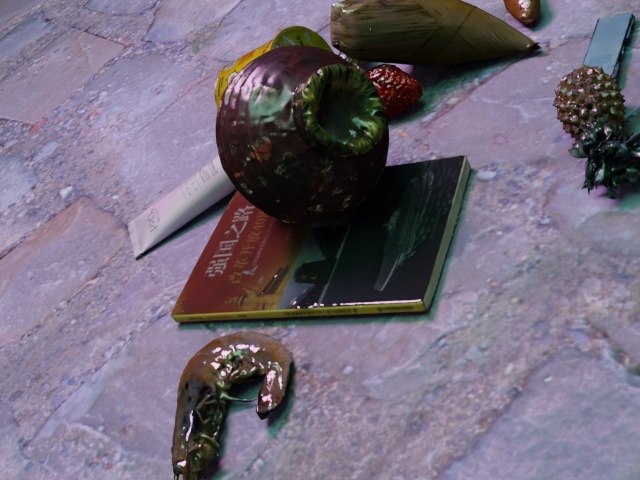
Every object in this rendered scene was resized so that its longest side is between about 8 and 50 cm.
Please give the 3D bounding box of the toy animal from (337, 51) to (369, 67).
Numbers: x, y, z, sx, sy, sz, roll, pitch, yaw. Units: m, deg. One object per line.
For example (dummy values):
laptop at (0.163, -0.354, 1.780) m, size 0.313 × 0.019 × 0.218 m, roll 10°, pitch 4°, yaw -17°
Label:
toy animal at (0.076, -0.331, 1.513) m, size 0.086 × 0.069 × 0.220 m, roll -14°, pitch 33°, yaw 51°

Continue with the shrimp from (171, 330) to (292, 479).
shrimp at (-0.109, 0.190, 1.042) m, size 0.143 × 0.052 × 0.251 m, roll -13°, pitch 39°, yaw 17°

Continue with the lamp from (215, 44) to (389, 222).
lamp at (-0.017, -0.139, 1.176) m, size 0.247 × 0.247 × 0.247 m, roll -18°, pitch 38°, yaw 15°

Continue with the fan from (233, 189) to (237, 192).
fan at (-0.085, -0.112, 1.416) m, size 0.175 × 0.005 × 0.113 m, roll 5°, pitch 48°, yaw 37°

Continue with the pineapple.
pineapple at (0.344, -0.144, 1.103) m, size 0.103 × 0.083 × 0.221 m, roll -19°, pitch 40°, yaw 15°

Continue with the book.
book at (0.000, 0.000, 1.213) m, size 0.374 × 0.028 × 0.262 m, roll -5°, pitch 44°, yaw 29°

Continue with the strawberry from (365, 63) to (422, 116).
strawberry at (0.106, -0.227, 1.367) m, size 0.096 × 0.083 × 0.083 m, roll 1°, pitch 46°, yaw 30°

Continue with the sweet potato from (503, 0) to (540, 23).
sweet potato at (0.317, -0.399, 1.448) m, size 0.056 × 0.056 × 0.195 m, roll -17°, pitch 35°, yaw 17°

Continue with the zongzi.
zongzi at (0.165, -0.302, 1.349) m, size 0.228 × 0.115 × 0.256 m, roll -17°, pitch 34°, yaw -41°

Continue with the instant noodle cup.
instant noodle cup at (-0.069, -0.227, 1.414) m, size 0.144 × 0.182 × 0.182 m, roll -9°, pitch 41°, yaw 40°

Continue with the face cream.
face cream at (-0.198, -0.067, 1.403) m, size 0.243 × 0.058 × 0.092 m, roll -35°, pitch 38°, yaw 8°

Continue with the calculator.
calculator at (0.397, -0.262, 1.258) m, size 0.057 × 0.018 × 0.172 m, roll -1°, pitch 45°, yaw 32°
